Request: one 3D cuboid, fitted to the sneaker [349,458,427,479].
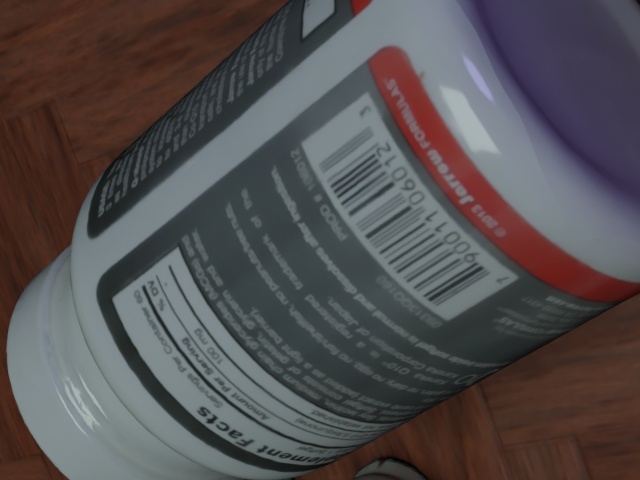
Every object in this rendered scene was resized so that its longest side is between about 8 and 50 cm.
[{"bbox_3d":[0.086,0.236,0.763,0.228,0.092,0.087,38,121,15],"label":"sneaker"}]

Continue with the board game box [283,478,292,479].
[{"bbox_3d":[-0.035,0.287,0.887,0.160,0.047,0.210,-30,89,37],"label":"board game box"}]

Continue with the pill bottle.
[{"bbox_3d":[0.000,0.000,0.667,0.363,0.210,0.210,-35,85,37],"label":"pill bottle"}]
